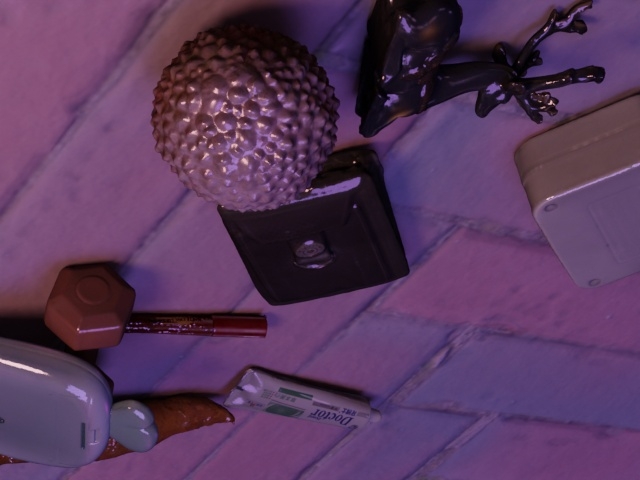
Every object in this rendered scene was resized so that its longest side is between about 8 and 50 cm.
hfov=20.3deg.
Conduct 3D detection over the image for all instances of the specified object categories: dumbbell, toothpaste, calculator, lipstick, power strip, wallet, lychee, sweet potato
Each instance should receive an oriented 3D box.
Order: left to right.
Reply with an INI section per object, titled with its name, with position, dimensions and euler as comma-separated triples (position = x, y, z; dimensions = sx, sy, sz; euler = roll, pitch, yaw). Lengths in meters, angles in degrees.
[calculator]
position = -0.310, 0.164, 1.818
dimensions = 0.299, 0.041, 0.185
euler = 14, 141, 2
[dumbbell]
position = -0.248, 0.116, 1.846
dimensions = 0.082, 0.092, 0.231
euler = 17, 140, -2
[sweet potato]
position = -0.246, 0.218, 2.015
dimensions = 0.314, 0.066, 0.072
euler = -4, 151, -25
[lipstick]
position = -0.141, 0.091, 1.915
dimensions = 0.176, 0.027, 0.027
euler = 2, 142, -26
[lychee]
position = -0.066, -0.103, 1.542
dimensions = 0.165, 0.165, 0.197
euler = -5, 159, -19
[toothpaste]
position = -0.014, 0.191, 2.114
dimensions = 0.218, 0.041, 0.064
euler = 16, 124, -37
[wallet]
position = 0.000, 0.000, 1.834
dimensions = 0.168, 0.052, 0.245
euler = -16, 150, 3
[power strip]
position = 0.360, -0.047, 1.860
dimensions = 0.261, 0.141, 0.229
euler = -22, 148, 12

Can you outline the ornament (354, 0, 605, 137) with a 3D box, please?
[ornament]
position = 0.157, -0.178, 1.622
dimensions = 0.236, 0.080, 0.202
euler = -6, 148, -14
